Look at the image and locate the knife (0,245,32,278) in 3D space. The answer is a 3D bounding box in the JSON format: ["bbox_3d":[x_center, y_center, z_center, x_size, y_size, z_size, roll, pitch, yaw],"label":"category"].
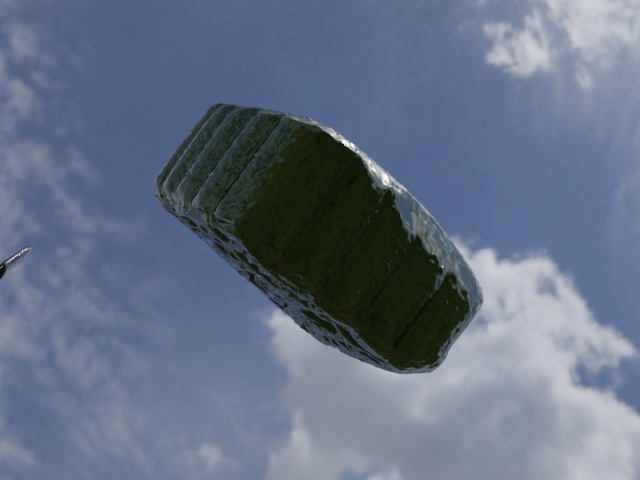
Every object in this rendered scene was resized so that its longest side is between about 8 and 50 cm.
[{"bbox_3d":[-0.305,0.034,1.220,0.010,0.170,0.023,37,-72,-1],"label":"knife"}]

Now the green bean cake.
[{"bbox_3d":[0.000,0.000,1.055,0.248,0.222,0.125,38,-98,-25],"label":"green bean cake"}]
